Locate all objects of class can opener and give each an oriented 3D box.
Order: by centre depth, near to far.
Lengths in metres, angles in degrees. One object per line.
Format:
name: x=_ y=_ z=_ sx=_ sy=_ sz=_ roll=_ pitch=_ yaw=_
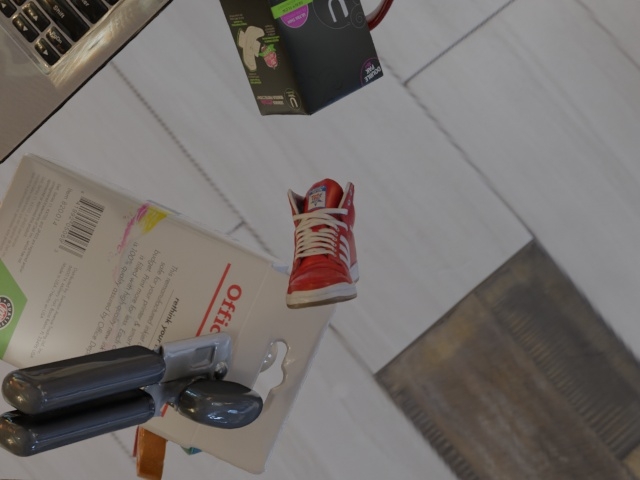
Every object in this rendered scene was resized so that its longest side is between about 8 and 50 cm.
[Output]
can opener: x=-0.153 y=0.130 z=1.014 sx=0.093 sy=0.280 sz=0.074 roll=22 pitch=104 yaw=33

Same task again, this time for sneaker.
sneaker: x=0.000 y=0.000 z=0.687 sx=0.042 sy=0.118 sz=0.067 roll=-6 pitch=98 yaw=6

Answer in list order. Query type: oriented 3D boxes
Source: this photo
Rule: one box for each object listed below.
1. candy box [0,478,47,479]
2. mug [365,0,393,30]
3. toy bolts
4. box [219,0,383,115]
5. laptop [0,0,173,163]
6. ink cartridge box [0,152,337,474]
candy box: x=-0.414 y=0.388 z=1.609 sx=0.109 sy=0.187 sz=0.053 roll=3 pitch=55 yaw=-8
mug: x=0.012 y=-0.259 z=1.088 sx=0.150 sy=0.169 sz=0.113 roll=0 pitch=81 yaw=-49
toy bolts: x=-0.142 y=0.212 z=1.438 sx=0.158 sy=0.228 sz=0.218 roll=6 pitch=56 yaw=-11
box: x=-0.012 y=-0.121 z=0.679 sx=0.062 sy=0.052 sz=0.083 roll=-31 pitch=113 yaw=-30
laptop: x=-0.273 y=-0.260 z=0.739 sx=0.382 sy=0.408 sz=0.236 roll=49 pitch=29 yaw=-8
ink cartridge box: x=-0.171 y=0.073 z=1.209 sx=0.353 sy=0.119 sz=0.207 roll=25 pitch=91 yaw=7
